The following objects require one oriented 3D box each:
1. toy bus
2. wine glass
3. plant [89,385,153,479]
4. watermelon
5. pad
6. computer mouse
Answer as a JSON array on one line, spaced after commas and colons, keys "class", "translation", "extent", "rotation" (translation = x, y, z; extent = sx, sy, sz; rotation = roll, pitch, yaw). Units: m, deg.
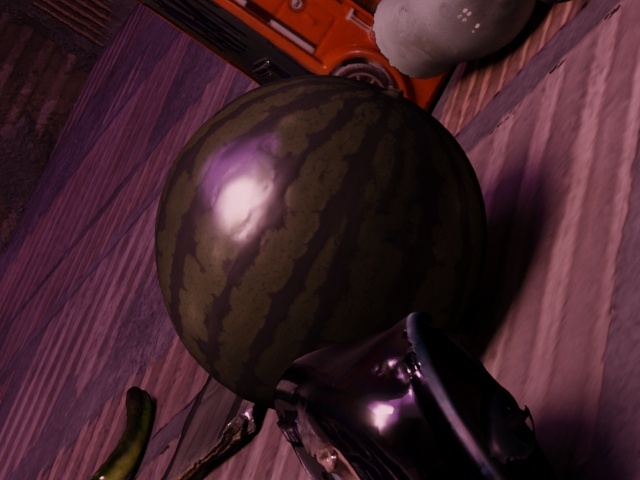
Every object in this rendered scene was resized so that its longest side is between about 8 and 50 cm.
[{"class": "toy bus", "translation": [-0.052, -0.202, 1.502], "extent": [0.153, 0.329, 0.143], "rotation": [-59, 13, -11]}, {"class": "wine glass", "translation": [0.114, -0.183, 1.369], "extent": [0.202, 0.093, 0.093], "rotation": [-32, 31, 63]}, {"class": "plant", "translation": [-0.278, 0.261, 1.681], "extent": [0.333, 0.180, 0.251], "rotation": [-57, 24, -5]}, {"class": "watermelon", "translation": [0.000, 0.000, 1.151], "extent": [0.212, 0.212, 0.212], "rotation": [-54, 15, 21]}, {"class": "pad", "translation": [-0.065, 0.100, 1.561], "extent": [0.174, 0.022, 0.233], "rotation": [-45, 18, 48]}, {"class": "computer mouse", "translation": [0.055, 0.103, 0.914], "extent": [0.096, 0.137, 0.233], "rotation": [-42, 8, -14]}]
